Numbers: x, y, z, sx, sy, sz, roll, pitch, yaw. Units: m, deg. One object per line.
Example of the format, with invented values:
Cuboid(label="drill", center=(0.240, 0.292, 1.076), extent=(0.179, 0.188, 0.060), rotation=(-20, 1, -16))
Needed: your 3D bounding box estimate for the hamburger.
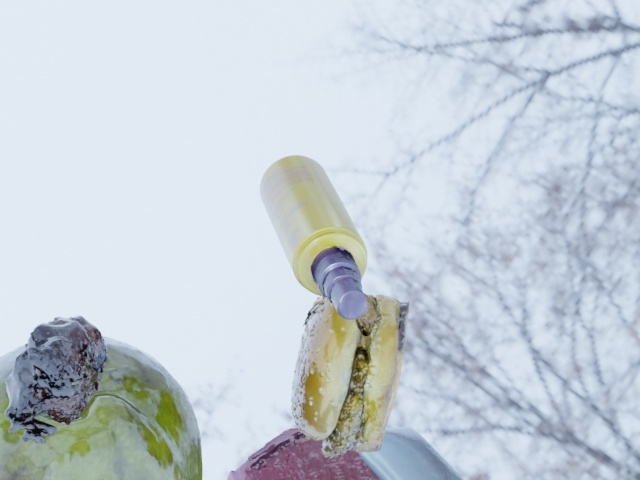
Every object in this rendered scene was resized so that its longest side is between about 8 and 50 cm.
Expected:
Cuboid(label="hamburger", center=(0.029, 0.151, 1.555), extent=(0.182, 0.118, 0.191), rotation=(-77, -5, -84))

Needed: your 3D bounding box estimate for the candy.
Cuboid(label="candy", center=(0.139, 0.325, 1.912), extent=(0.138, 0.174, 0.071), rotation=(9, -59, -55))

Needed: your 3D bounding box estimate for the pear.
Cuboid(label="pear", center=(-0.287, 0.281, 1.536), extent=(0.352, 0.352, 0.413), rotation=(-27, -30, -32))

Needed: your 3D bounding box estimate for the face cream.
Cuboid(label="face cream", center=(0.000, 0.000, 1.416), extent=(0.078, 0.273, 0.078), rotation=(-6, -62, -12))

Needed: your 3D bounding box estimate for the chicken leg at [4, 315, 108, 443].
Cuboid(label="chicken leg", center=(-0.220, 0.114, 1.173), extent=(0.105, 0.063, 0.234), rotation=(-62, -1, -2))

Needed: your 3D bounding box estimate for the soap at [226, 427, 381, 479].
Cuboid(label="soap", center=(0.000, 0.371, 2.045), extent=(0.289, 0.182, 0.112), rotation=(2, -42, -30))
